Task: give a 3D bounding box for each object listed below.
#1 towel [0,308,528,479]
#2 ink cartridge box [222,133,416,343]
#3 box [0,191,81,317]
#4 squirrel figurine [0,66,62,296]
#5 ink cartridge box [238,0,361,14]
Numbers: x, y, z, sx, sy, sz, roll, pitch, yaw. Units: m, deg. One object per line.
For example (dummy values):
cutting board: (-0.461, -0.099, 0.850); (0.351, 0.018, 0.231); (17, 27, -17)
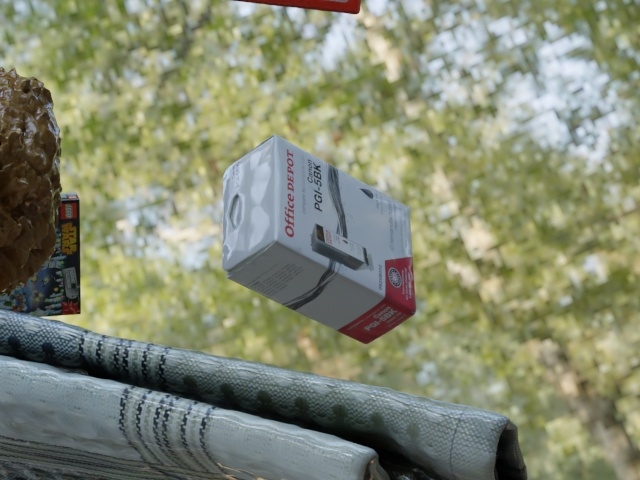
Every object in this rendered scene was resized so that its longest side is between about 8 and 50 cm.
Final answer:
towel: (-0.043, 0.142, 0.843); (0.324, 0.056, 0.312); (9, -32, 20)
ink cartridge box: (0.000, 0.000, 1.255); (0.135, 0.099, 0.056); (27, -45, -34)
box: (-0.310, 0.017, 1.930); (0.094, 0.027, 0.137); (-4, -69, -16)
squirrel figurine: (-0.380, -0.026, 1.123); (0.370, 0.397, 0.281); (-23, -51, -37)
ink cartridge box: (-0.090, -0.311, 1.374); (0.275, 0.239, 0.060); (6, -17, -6)
